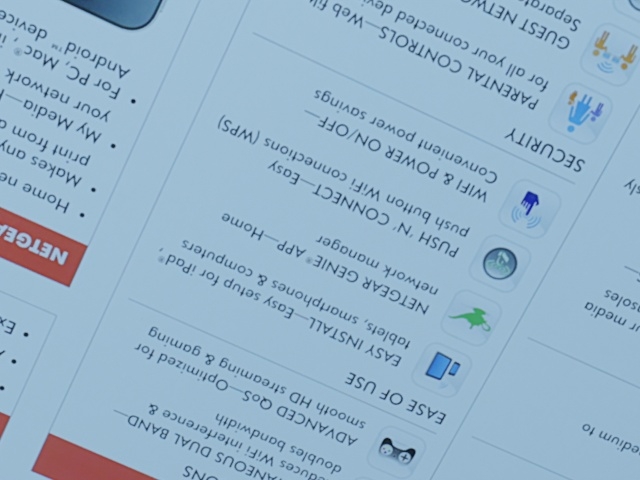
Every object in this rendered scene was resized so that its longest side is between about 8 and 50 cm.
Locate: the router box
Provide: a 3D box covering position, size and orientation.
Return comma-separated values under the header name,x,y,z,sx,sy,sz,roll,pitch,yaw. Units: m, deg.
name,x,y,z,sx,sy,sz,roll,pitch,yaw
router box,0.002,-0.030,0.419,0.335,0.082,0.301,25,108,-8
